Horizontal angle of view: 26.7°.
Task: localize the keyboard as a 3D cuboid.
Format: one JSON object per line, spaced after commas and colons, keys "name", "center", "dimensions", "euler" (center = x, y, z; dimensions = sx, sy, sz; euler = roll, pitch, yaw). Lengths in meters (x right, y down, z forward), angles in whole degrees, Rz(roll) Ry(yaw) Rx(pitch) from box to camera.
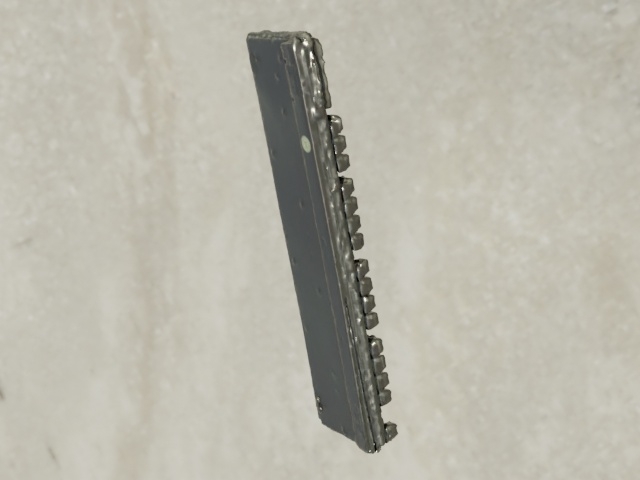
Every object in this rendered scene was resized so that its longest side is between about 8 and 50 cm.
{"name": "keyboard", "center": [0.001, 0.000, 0.730], "dimensions": [0.072, 0.023, 0.231], "euler": [18, 122, 62]}
